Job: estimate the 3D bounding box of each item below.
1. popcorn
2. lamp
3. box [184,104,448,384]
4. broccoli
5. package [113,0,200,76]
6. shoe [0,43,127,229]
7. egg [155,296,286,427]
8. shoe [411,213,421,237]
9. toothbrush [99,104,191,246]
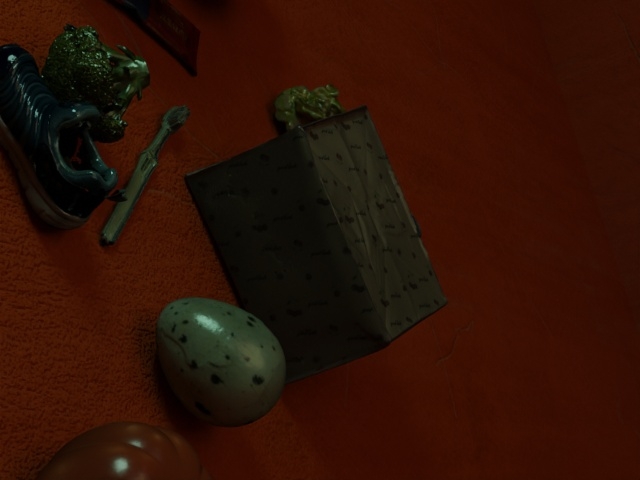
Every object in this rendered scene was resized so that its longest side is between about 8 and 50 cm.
[{"bbox_3d":[-0.014,-0.178,2.066,0.109,0.089,0.097,26,58,-58],"label":"popcorn"},{"bbox_3d":[-0.172,0.259,1.306,0.187,0.164,0.187,42,37,-43],"label":"lamp"},{"bbox_3d":[0.000,0.000,1.823,0.225,0.190,0.297,-26,92,-63],"label":"box"},{"bbox_3d":[-0.250,-0.173,1.561,0.131,0.120,0.130,-147,-134,-64],"label":"broccoli"},{"bbox_3d":[-0.217,-0.298,1.839,0.200,0.022,0.083,41,36,-45],"label":"package"},{"bbox_3d":[-0.277,-0.117,1.480,0.207,0.106,0.091,61,24,1],"label":"shoe"},{"bbox_3d":[-0.113,0.130,1.569,0.164,0.131,0.131,51,27,-5],"label":"egg"},{"bbox_3d":[0.116,-0.030,2.191,0.143,0.064,0.071,41,-4,-42],"label":"shoe"},{"bbox_3d":[-0.209,-0.082,1.676,0.026,0.028,0.294,53,34,-23],"label":"toothbrush"}]
